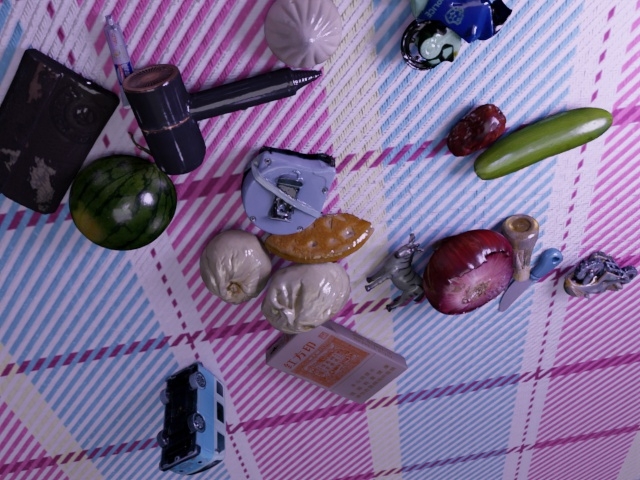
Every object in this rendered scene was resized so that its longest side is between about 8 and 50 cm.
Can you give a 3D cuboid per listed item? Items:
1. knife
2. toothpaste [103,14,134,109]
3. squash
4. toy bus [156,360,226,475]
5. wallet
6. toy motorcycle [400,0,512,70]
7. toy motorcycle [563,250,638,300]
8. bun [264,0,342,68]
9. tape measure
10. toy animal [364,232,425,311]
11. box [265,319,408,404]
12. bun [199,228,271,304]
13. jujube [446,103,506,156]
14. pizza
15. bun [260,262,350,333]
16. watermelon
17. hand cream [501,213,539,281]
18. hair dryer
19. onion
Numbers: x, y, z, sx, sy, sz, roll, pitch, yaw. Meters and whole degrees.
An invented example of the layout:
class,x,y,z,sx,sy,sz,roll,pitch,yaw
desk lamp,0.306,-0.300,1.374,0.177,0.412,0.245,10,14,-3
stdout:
class,x,y,z,sx,sy,sz,roll,pitch,yaw
knife,0.544,0.109,1.440,0.058,0.032,0.244,18,128,-24
toothpaste,-0.352,-0.314,0.966,0.045,0.028,0.170,-14,131,-12
squash,0.458,-0.207,1.138,0.292,0.082,0.082,-22,128,11
toy bus,-0.332,0.488,1.452,0.133,0.271,0.165,-30,130,15
wallet,-0.530,-0.190,1.028,0.170,0.044,0.321,28,120,-29
toy motorcycle,0.226,-0.446,0.896,0.196,0.125,0.331,-10,132,-3
toy motorcycle,0.725,0.099,1.421,0.229,0.094,0.130,9,132,-31
bun,-0.029,-0.359,0.939,0.138,0.094,0.138,-2,129,-2
tape measure,-0.074,-0.101,1.129,0.181,0.107,0.181,4,121,-15
toy animal,0.205,0.087,1.338,0.176,0.074,0.217,-32,129,20
box,0.049,0.338,1.527,0.365,0.051,0.204,31,119,-28
bun,-0.194,0.069,1.240,0.164,0.111,0.188,12,122,-21
jujube,0.318,-0.221,1.111,0.077,0.077,0.129,32,123,-29
pizza,0.000,0.000,1.222,0.246,0.127,0.058,-17,151,-5
bun,-0.034,0.144,1.274,0.229,0.145,0.229,-4,147,-3
watermelon,-0.396,-0.065,1.096,0.232,0.127,0.204,-34,125,13
hand cream,0.492,0.028,1.340,0.083,0.084,0.203,-16,136,4
hair dryer,-0.162,-0.248,1.011,0.351,0.107,0.189,-15,131,-4
onion,0.350,0.073,1.295,0.247,0.161,0.248,-5,139,-4
